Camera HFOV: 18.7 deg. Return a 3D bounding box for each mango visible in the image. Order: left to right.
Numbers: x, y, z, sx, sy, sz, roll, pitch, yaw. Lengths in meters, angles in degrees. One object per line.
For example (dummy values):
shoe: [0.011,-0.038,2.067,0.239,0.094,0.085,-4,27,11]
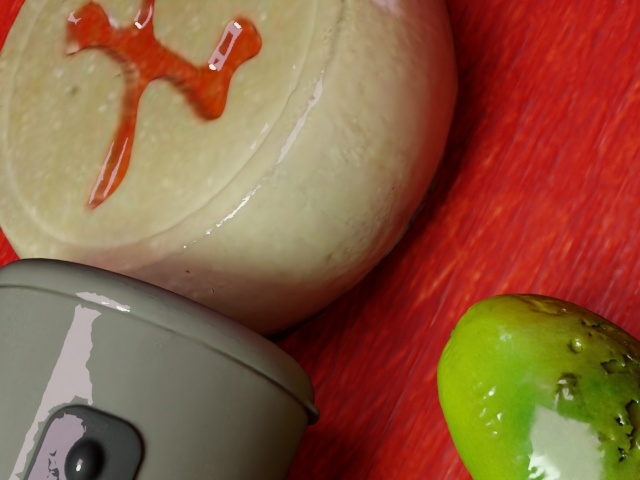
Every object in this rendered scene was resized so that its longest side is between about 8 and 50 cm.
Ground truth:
mango: [0.151,0.124,1.079,0.125,0.111,0.233,-45,53,18]

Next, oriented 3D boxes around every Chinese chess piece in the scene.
Chinese chess piece: [-0.069,-0.095,1.284,0.338,0.140,0.338,-20,56,33]

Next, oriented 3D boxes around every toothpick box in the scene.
toothpick box: [-0.147,0.185,1.111,0.229,0.229,0.316,8,69,37]
